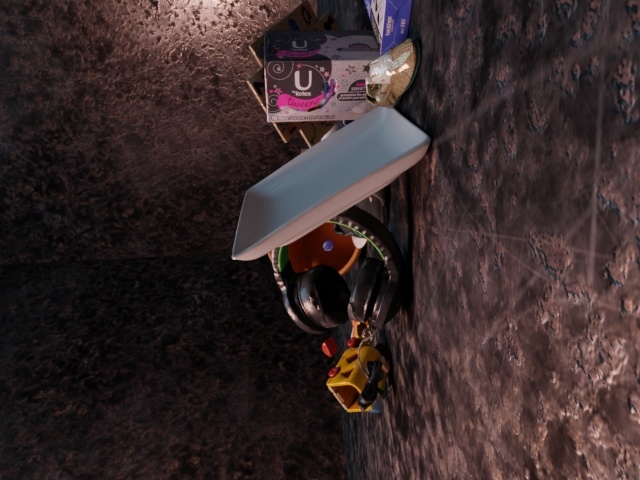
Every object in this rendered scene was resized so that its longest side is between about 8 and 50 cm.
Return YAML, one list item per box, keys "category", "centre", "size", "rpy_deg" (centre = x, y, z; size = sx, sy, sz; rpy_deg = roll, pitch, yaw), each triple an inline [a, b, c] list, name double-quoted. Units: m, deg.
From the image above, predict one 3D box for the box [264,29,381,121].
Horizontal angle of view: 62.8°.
- category: "box"
  centre: [0.004, -0.354, 1.118]
  size: [0.163, 0.247, 0.142]
  rpy_deg: [-97, 5, -47]

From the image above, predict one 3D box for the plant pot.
- category: "plant pot"
  centre: [0.000, 0.000, 1.609]
  size: [0.203, 0.291, 0.290]
  rpy_deg: [37, -132, -73]

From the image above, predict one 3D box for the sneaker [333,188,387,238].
- category: "sneaker"
  centre: [0.090, -0.059, 1.198]
  size: [0.267, 0.106, 0.101]
  rpy_deg: [99, 170, -70]

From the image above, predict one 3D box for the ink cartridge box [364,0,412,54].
- category: "ink cartridge box"
  centre: [0.112, -0.418, 0.907]
  size: [0.097, 0.046, 0.207]
  rpy_deg: [91, 175, -48]

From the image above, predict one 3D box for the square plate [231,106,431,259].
- category: "square plate"
  centre: [0.009, -0.111, 0.923]
  size: [0.049, 0.344, 0.347]
  rpy_deg: [55, -170, -21]

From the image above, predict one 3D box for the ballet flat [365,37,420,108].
- category: "ballet flat"
  centre: [0.111, -0.268, 0.870]
  size: [0.206, 0.067, 0.073]
  rpy_deg: [107, 161, -81]

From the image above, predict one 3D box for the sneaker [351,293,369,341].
- category: "sneaker"
  centre: [0.118, 0.230, 1.554]
  size: [0.067, 0.064, 0.175]
  rpy_deg: [119, 148, -46]

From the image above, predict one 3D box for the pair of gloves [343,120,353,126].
- category: "pair of gloves"
  centre: [0.081, -0.407, 1.472]
  size: [0.159, 0.023, 0.198]
  rpy_deg: [-6, -81, -75]

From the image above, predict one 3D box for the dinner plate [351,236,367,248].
- category: "dinner plate"
  centre: [0.105, -0.049, 1.418]
  size: [0.141, 0.017, 0.141]
  rpy_deg: [-173, 90, -73]

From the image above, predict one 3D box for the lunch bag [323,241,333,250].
- category: "lunch bag"
  centre: [0.036, -0.097, 2.249]
  size: [0.303, 0.115, 0.243]
  rpy_deg: [92, 172, -55]

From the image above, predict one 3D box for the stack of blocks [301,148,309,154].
- category: "stack of blocks"
  centre: [0.024, -0.173, 1.749]
  size: [0.297, 0.171, 0.087]
  rpy_deg: [90, 176, -54]

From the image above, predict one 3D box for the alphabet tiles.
- category: "alphabet tiles"
  centre: [-0.029, -0.411, 1.303]
  size: [0.342, 0.011, 0.285]
  rpy_deg: [-51, -58, -28]

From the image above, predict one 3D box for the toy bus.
- category: "toy bus"
  centre: [0.106, 0.292, 1.199]
  size: [0.104, 0.191, 0.202]
  rpy_deg: [-19, 68, 42]

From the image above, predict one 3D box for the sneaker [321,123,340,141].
- category: "sneaker"
  centre: [0.064, -0.310, 1.827]
  size: [0.115, 0.090, 0.232]
  rpy_deg: [139, 119, -78]

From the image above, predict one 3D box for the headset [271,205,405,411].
- category: "headset"
  centre: [0.045, 0.123, 0.982]
  size: [0.394, 0.244, 0.185]
  rpy_deg: [68, -150, -26]
